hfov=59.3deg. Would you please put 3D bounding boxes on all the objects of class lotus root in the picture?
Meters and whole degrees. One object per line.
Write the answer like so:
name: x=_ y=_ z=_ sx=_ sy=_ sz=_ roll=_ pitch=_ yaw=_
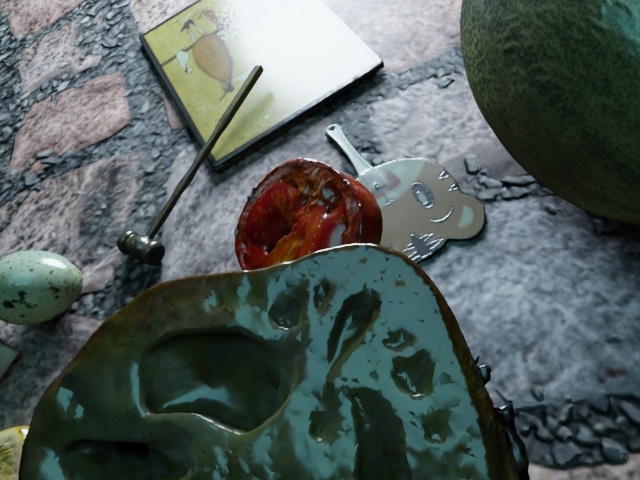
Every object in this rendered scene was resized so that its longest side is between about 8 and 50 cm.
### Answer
lotus root: x=-0.027 y=0.178 z=0.406 sx=0.390 sy=0.111 sz=0.375 roll=27 pitch=82 yaw=23

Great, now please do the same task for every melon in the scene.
melon: x=0.253 y=-0.165 z=0.479 sx=0.248 sy=0.249 sz=0.330 roll=-20 pitch=59 yaw=7

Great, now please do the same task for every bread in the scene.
bread: x=-0.310 y=0.231 z=0.546 sx=0.115 sy=0.056 sz=0.082 roll=-25 pitch=55 yaw=11

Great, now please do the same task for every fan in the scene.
fan: x=0.064 y=-0.059 z=0.619 sx=0.152 sy=0.008 sz=0.227 roll=-31 pitch=57 yaw=0

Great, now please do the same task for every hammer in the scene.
hammer: x=-0.148 y=-0.103 z=0.690 sx=0.058 sy=0.029 sz=0.292 roll=21 pitch=73 yaw=29

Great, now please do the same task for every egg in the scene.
egg: x=-0.325 y=0.052 z=0.638 sx=0.110 sy=0.085 sz=0.085 roll=-15 pitch=57 yaw=2

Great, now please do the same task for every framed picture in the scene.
framed picture: x=-0.102 y=-0.268 z=0.792 sx=0.255 sy=0.014 sz=0.339 roll=-32 pitch=56 yaw=-1

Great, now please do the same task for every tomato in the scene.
tomato: x=0.000 y=0.000 z=0.551 sx=0.159 sy=0.091 sz=0.139 roll=24 pitch=93 yaw=43

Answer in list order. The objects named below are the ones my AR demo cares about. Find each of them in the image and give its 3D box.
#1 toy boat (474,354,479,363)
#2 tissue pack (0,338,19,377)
toy boat: x=0.067 y=0.092 z=0.501 sx=0.141 sy=0.055 sz=0.060 roll=32 pitch=68 yaw=31
tissue pack: x=-0.397 y=0.142 z=0.625 sx=0.074 sy=0.059 sz=0.095 roll=23 pitch=70 yaw=26
